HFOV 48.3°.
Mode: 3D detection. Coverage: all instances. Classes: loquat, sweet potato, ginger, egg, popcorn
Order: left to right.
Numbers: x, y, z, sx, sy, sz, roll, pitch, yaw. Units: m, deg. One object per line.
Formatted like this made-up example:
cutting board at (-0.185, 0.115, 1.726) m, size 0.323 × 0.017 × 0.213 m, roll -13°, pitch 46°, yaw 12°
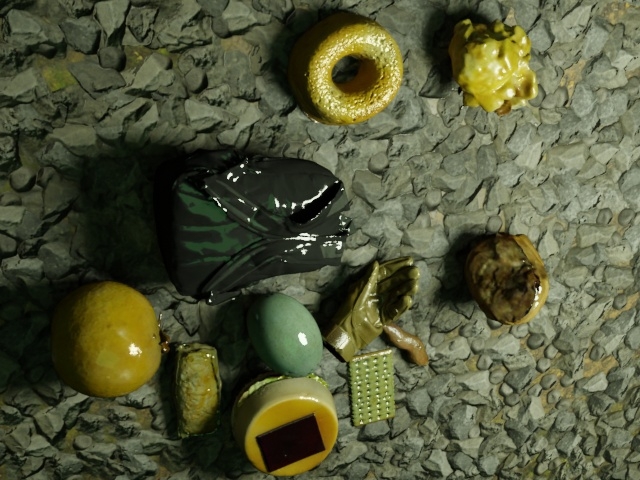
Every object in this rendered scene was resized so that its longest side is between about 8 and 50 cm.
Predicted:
loquat at (-0.480, 0.234, 1.641) m, size 0.275 × 0.275 × 0.275 m, roll -6°, pitch 111°, yaw -15°
egg at (-0.089, 0.240, 1.808) m, size 0.169 × 0.169 × 0.236 m, roll -34°, pitch 90°, yaw -3°
sweet potato at (0.241, 0.285, 1.999) m, size 0.065 × 0.051 × 0.218 m, roll -44°, pitch 116°, yaw 4°
popcorn at (0.419, -0.427, 1.737) m, size 0.191 × 0.190 × 0.253 m, roll -9°, pitch 127°, yaw 18°
ginger at (0.502, 0.110, 1.905) m, size 0.200 × 0.269 × 0.223 m, roll -40°, pitch 149°, yaw 24°

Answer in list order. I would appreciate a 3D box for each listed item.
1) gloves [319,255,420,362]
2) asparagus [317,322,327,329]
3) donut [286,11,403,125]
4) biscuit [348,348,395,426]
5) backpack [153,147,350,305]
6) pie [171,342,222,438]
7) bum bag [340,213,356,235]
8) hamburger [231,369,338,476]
gloves at (0.132, 0.171, 1.872) m, size 0.154 × 0.141 × 0.331 m, roll 42°, pitch 90°, yaw 7°
asparagus at (0.004, 0.233, 1.925) m, size 0.233 × 0.022 × 0.023 m, roll -10°, pitch 68°, yaw -11°
donut at (0.067, -0.395, 1.669) m, size 0.277 × 0.108 × 0.277 m, roll -6°, pitch 110°, yaw -15°
biscuit at (0.147, 0.423, 2.041) m, size 0.139 × 0.016 × 0.231 m, roll -10°, pitch 112°, yaw -15°
backpack at (-0.151, -0.045, 1.654) m, size 0.445 × 0.255 × 0.363 m, roll -9°, pitch 115°, yaw -17°
pie at (-0.321, 0.400, 1.860) m, size 0.128 × 0.068 × 0.282 m, roll -5°, pitch 114°, yaw -15°
bum bag at (0.000, 0.000, 1.824) m, size 0.197 × 0.049 × 0.087 m, roll -34°, pitch 119°, yaw -3°
hamburger at (-0.092, 0.473, 1.895) m, size 0.300 × 0.176 × 0.300 m, roll -6°, pitch 111°, yaw -17°
